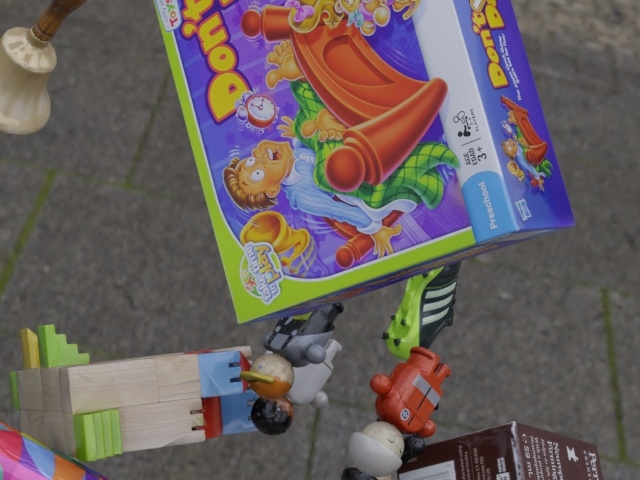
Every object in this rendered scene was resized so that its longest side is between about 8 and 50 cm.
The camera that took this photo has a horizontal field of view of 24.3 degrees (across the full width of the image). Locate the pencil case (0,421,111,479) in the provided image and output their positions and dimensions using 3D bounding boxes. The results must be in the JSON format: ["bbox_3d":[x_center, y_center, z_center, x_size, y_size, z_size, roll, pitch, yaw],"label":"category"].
[{"bbox_3d":[-0.303,0.261,1.552,0.236,0.104,0.104,34,27,-24],"label":"pencil case"}]

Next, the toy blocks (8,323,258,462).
[{"bbox_3d":[-0.194,0.183,1.726,0.261,0.190,0.381,-5,-3,-22],"label":"toy blocks"}]

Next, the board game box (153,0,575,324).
[{"bbox_3d":[0.009,-0.140,0.998,0.078,0.233,0.347,-6,78,-53],"label":"board game box"}]

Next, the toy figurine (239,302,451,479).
[{"bbox_3d":[0.022,0.174,1.607,0.210,0.213,0.148,31,71,8],"label":"toy figurine"}]

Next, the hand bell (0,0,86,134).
[{"bbox_3d":[-0.305,-0.240,1.657,0.126,0.242,0.126,25,41,-24],"label":"hand bell"}]

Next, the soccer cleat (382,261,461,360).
[{"bbox_3d":[0.137,0.062,1.778,0.072,0.178,0.060,20,8,-35],"label":"soccer cleat"}]

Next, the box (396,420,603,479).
[{"bbox_3d":[0.214,0.317,1.706,0.203,0.167,0.168,20,56,-50],"label":"box"}]
